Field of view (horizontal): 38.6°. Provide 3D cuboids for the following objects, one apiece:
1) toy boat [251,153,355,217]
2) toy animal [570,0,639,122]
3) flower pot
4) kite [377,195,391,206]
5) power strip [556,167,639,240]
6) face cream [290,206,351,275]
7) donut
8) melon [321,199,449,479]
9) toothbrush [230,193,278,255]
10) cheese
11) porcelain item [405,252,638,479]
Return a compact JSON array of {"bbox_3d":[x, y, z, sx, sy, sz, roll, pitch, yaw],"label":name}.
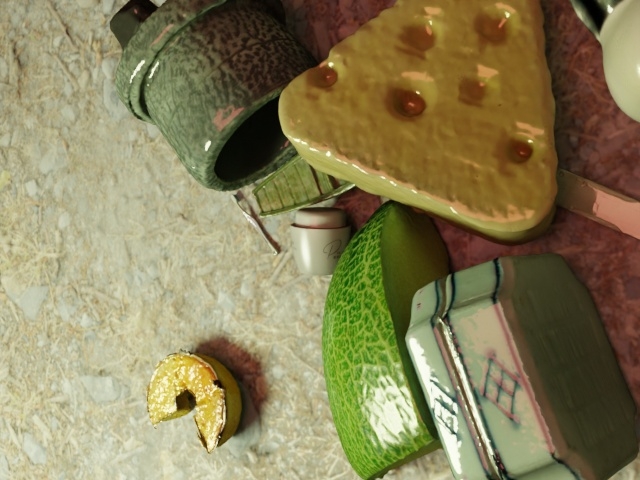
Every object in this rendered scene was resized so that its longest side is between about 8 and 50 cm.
[{"bbox_3d":[0.023,-0.113,1.356,0.293,0.055,0.093,-27,75,32],"label":"toy boat"},{"bbox_3d":[0.408,-0.267,1.043,0.212,0.212,0.267,-28,71,28],"label":"toy animal"},{"bbox_3d":[-0.142,-0.262,1.335,0.299,0.299,0.283,-47,70,22],"label":"flower pot"},{"bbox_3d":[0.148,-0.139,1.311,0.267,0.013,0.323,32,108,29],"label":"kite"},{"bbox_3d":[0.357,-0.047,1.170,0.191,0.030,0.048,28,103,29],"label":"power strip"},{"bbox_3d":[0.000,0.000,1.355,0.091,0.091,0.095,6,101,31],"label":"face cream"},{"bbox_3d":[-0.198,0.252,1.485,0.181,0.078,0.146,15,96,37],"label":"donut"},{"bbox_3d":[0.098,0.128,1.247,0.226,0.331,0.344,-18,70,-5],"label":"melon"},{"bbox_3d":[-0.106,-0.026,1.465,0.131,0.013,0.011,53,124,20],"label":"toothbrush"},{"bbox_3d":[0.171,-0.210,1.195,0.383,0.104,0.384,-3,77,14],"label":"cheese"},{"bbox_3d":[0.240,0.165,1.092,0.157,0.285,0.282,-25,78,32],"label":"porcelain item"}]
